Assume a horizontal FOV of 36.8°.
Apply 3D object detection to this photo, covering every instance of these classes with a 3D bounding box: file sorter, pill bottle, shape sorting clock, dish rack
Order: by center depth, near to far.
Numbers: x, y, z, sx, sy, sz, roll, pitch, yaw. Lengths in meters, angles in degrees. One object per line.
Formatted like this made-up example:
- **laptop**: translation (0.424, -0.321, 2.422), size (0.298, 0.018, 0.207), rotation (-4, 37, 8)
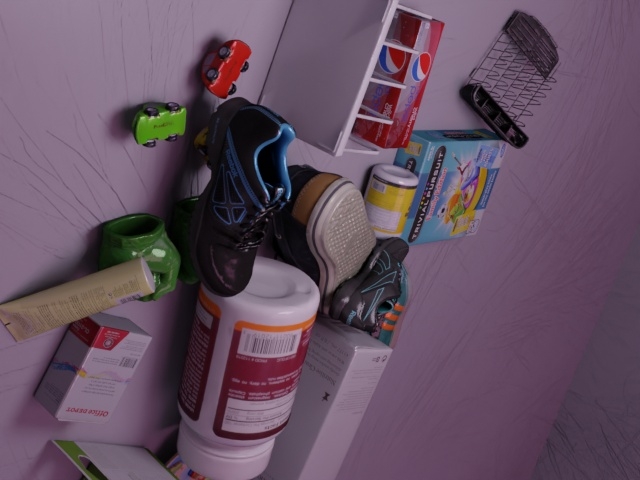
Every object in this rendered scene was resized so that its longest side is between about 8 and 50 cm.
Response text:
- **file sorter**: translation (0.048, -0.306, 1.695), size (0.173, 0.193, 0.277), rotation (0, 115, -55)
- **pill bottle**: translation (-0.148, 0.245, 1.827), size (0.224, 0.224, 0.392), rotation (-13, 125, -47)
- **shape sorting clock**: translation (-0.267, 0.478, 1.991), size (0.206, 0.040, 0.206), rotation (-38, 151, -26)
- **pill bottle**: translation (0.137, -0.064, 2.061), size (0.103, 0.103, 0.184), rotation (-9, 122, -49)
- **dish rack**: translation (0.452, -0.374, 2.202), size (0.208, 0.074, 0.271), rotation (40, 82, -35)

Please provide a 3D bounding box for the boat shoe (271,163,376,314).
- **boat shoe**: translation (0.000, 0.000, 1.902), size (0.187, 0.156, 0.500), rotation (-54, 161, -16)

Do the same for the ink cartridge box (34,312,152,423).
- **ink cartridge box**: translation (-0.387, 0.216, 1.638), size (0.127, 0.072, 0.175), rotation (23, 96, -56)

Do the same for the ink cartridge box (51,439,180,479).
- **ink cartridge box**: translation (-0.367, 0.455, 1.742), size (0.255, 0.189, 0.097), rotation (25, 96, -54)

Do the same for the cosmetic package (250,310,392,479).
- **cosmetic package**: translation (-0.032, 0.352, 2.066), size (0.156, 0.217, 0.385), rotation (11, 104, -54)

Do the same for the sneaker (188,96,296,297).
- **sneaker**: translation (-0.126, -0.055, 1.577), size (0.125, 0.140, 0.340), rotation (-16, 120, -47)

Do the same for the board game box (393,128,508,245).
- **board game box**: translation (0.282, -0.125, 2.220), size (0.336, 0.079, 0.253), rotation (-9, 122, -49)

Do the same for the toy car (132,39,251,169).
- **toy car**: translation (-0.218, -0.205, 1.555), size (0.225, 0.053, 0.239), rotation (-20, 129, -42)

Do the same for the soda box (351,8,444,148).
- **soda box**: translation (0.153, -0.318, 1.902), size (0.083, 0.092, 0.263), rotation (-10, 122, -49)

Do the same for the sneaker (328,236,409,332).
- **sneaker**: translation (0.121, 0.095, 1.968), size (0.267, 0.106, 0.101), rotation (-46, 160, -40)

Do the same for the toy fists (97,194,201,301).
- **toy fists**: translation (-0.254, 0.022, 1.642), size (0.279, 0.096, 0.142), rotation (-22, 131, -44)

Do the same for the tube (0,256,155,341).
- **tube**: translation (-0.382, 0.091, 1.508), size (0.240, 0.062, 0.070), rotation (-21, 96, -1)

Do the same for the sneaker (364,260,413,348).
- **sneaker**: translation (0.129, 0.164, 2.218), size (0.121, 0.108, 0.302), rotation (-30, 138, -42)
